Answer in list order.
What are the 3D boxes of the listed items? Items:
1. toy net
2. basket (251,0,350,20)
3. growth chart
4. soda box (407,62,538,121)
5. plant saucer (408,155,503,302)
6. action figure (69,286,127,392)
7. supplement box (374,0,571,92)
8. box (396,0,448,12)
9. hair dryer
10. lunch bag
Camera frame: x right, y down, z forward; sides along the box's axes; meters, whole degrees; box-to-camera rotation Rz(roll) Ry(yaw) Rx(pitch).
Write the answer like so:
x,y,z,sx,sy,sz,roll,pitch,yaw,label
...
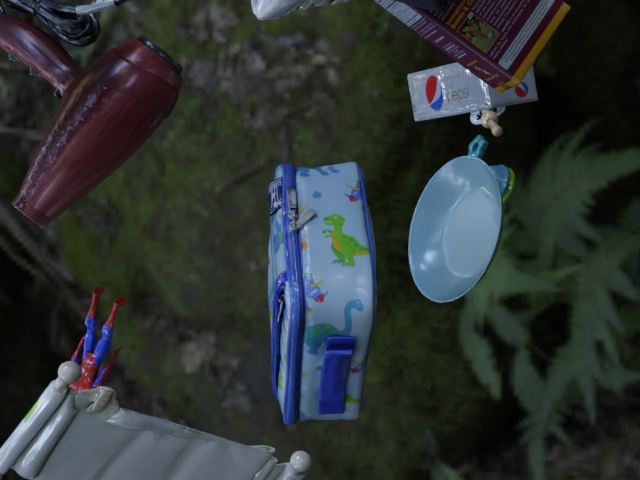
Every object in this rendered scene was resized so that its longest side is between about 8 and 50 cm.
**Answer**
x,y,z,sx,sy,sz,roll,pitch,yaw,label
0.261,-0.154,2.377,0.122,0.045,0.232,-30,44,53,toy net
0.044,-0.479,1.884,0.328,0.266,0.331,159,100,-71,basket
-0.128,0.174,1.108,0.172,0.237,0.021,-43,37,34,growth chart
0.196,-0.202,1.964,0.216,0.073,0.069,178,81,-67,soda box
0.185,-0.012,1.946,0.195,0.037,0.195,-28,55,50,plant saucer
-0.200,0.099,1.330,0.030,0.038,0.115,-45,-24,-69,action figure
0.155,-0.256,1.599,0.104,0.188,0.081,-56,6,-6,supplement box
-0.035,-0.403,1.449,0.343,0.312,0.179,19,77,24,box
-0.226,-0.150,1.354,0.223,0.080,0.294,-6,68,25,hair dryer
0.000,0.050,1.300,0.219,0.090,0.176,94,172,-56,lunch bag
